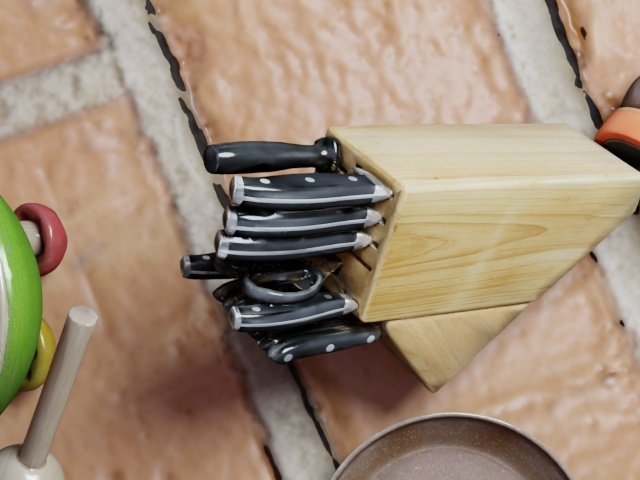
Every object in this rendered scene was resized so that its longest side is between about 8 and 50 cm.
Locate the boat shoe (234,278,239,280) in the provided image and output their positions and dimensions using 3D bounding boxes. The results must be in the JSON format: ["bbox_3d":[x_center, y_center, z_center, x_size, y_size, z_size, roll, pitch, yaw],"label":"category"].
[{"bbox_3d":[0.000,0.000,0.964,0.152,0.049,0.056,-42,89,-7],"label":"boat shoe"}]

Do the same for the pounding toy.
[{"bbox_3d":[-0.199,0.052,0.910,0.237,0.110,0.183,40,117,34],"label":"pounding toy"}]

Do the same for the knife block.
[{"bbox_3d":[0.053,-0.028,0.880,0.276,0.242,0.088,-41,47,-6],"label":"knife block"}]

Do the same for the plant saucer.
[{"bbox_3d":[0.088,0.216,0.959,0.199,0.036,0.198,0,85,-5],"label":"plant saucer"}]

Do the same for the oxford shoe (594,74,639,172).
[{"bbox_3d":[0.326,-0.031,0.971,0.271,0.097,0.098,36,75,-2],"label":"oxford shoe"}]
